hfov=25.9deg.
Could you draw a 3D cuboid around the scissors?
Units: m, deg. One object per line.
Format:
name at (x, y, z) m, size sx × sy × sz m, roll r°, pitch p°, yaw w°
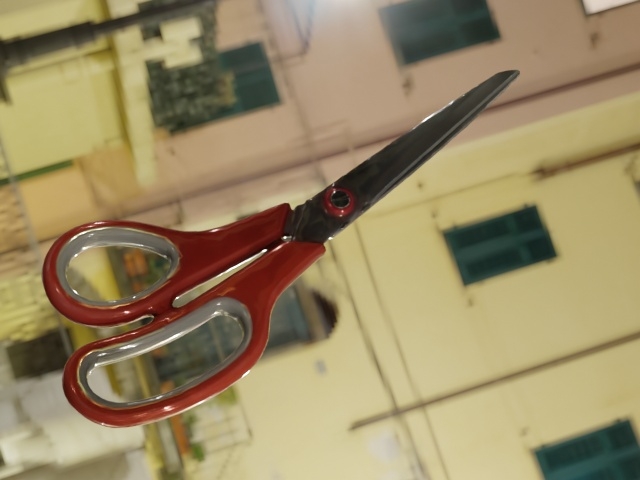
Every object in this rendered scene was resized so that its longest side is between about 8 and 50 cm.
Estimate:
scissors at (0.000, 0.000, 0.707) m, size 0.109 × 0.297 × 0.021 m, roll 60°, pitch -21°, yaw 22°
